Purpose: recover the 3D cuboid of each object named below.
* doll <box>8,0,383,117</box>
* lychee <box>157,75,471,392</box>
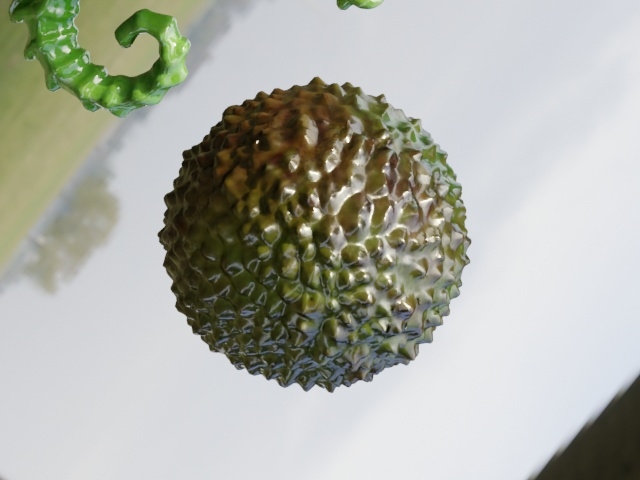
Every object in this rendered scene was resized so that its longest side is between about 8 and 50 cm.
[{"bbox_3d":[-0.034,-0.114,0.650,0.190,0.115,0.050,-31,-172,26],"label":"doll"},{"bbox_3d":[0.000,0.000,0.924,0.171,0.171,0.171,-51,-173,9],"label":"lychee"}]
